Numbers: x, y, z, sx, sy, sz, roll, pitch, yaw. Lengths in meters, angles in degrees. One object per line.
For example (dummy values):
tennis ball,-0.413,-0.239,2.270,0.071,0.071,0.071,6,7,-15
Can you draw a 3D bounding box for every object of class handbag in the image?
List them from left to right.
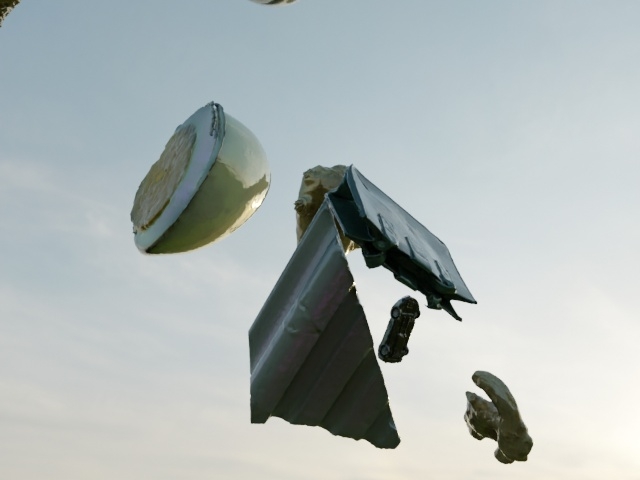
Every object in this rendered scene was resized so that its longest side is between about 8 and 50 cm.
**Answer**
handbag,0.156,0.009,1.314,0.326,0.238,0.089,38,-72,-25

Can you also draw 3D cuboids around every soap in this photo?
soap,0.052,0.131,0.961,0.257,0.159,0.302,22,-67,-20

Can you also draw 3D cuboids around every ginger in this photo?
ginger,0.015,-0.002,1.640,0.166,0.376,0.236,28,25,31
ginger,0.290,0.317,1.122,0.065,0.149,0.259,-23,-27,-10

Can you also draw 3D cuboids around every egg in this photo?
egg,-0.198,-0.078,1.153,0.174,0.264,0.286,32,-86,-30

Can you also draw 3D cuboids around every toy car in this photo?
toy car,0.101,0.114,0.857,0.041,0.093,0.025,13,6,-39

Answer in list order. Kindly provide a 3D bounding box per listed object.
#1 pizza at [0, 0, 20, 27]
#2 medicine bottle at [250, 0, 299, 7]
pizza,-0.506,-0.296,0.824,0.296,0.071,0.189,-30,-55,25
medicine bottle,-0.013,-0.463,0.799,0.245,0.306,0.245,41,-16,14
